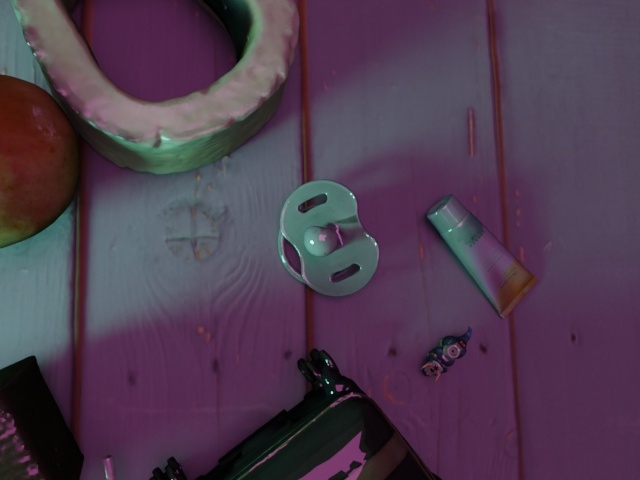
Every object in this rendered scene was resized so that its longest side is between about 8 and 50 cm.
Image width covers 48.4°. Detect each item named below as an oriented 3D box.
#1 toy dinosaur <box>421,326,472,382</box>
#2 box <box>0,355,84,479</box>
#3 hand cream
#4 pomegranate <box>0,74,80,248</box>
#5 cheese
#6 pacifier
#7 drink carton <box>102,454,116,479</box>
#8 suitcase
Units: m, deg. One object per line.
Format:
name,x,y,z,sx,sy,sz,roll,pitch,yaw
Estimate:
toy dinosaur,0.163,0.145,0.911,0.083,0.047,0.030,-42,89,-13
box,-0.396,0.248,0.710,0.273,0.184,0.143,-26,96,-12
hand cream,0.214,0.016,0.947,0.076,0.047,0.174,-44,99,-15
pomegranate,-0.355,-0.086,0.780,0.191,0.191,0.191,2,81,-10
cheese,-0.198,-0.257,0.856,0.292,0.153,0.332,-37,91,-14
pacifier,0.000,0.000,0.873,0.126,0.116,0.150,-19,88,13
drink carton,-0.220,0.341,0.789,0.074,0.084,0.200,13,77,-40
suitcase,0.038,0.362,0.780,0.283,0.194,0.434,-35,90,-14
